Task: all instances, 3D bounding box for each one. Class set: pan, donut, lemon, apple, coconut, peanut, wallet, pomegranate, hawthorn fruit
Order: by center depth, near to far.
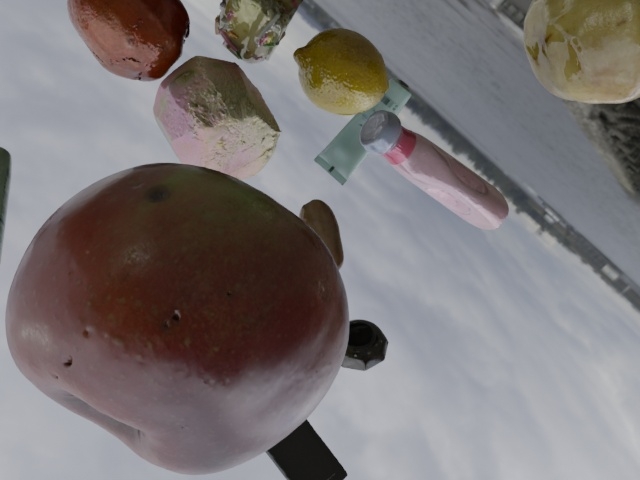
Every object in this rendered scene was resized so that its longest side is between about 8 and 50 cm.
[{"bbox_3d":[-0.149,0.086,0.712,0.349,0.277,0.348,25,150,16],"label":"apple"},{"bbox_3d":[0.000,0.000,1.178,0.076,0.076,0.152,-54,-45,-75],"label":"peanut"},{"bbox_3d":[-0.397,-0.456,1.275,0.299,0.211,0.211,44,-168,-30],"label":"hawthorn fruit"},{"bbox_3d":[0.597,-0.442,1.355,0.332,0.332,0.332,39,-165,-13],"label":"pomegranate"},{"bbox_3d":[-0.221,-0.263,1.363,0.233,0.233,0.245,24,-155,-49],"label":"coconut"},{"bbox_3d":[-0.104,-0.553,1.415,0.150,0.371,0.307,28,168,-10],"label":"donut"},{"bbox_3d":[0.050,-0.374,1.462,0.244,0.186,0.187,18,-155,-28],"label":"lemon"},{"bbox_3d":[0.055,0.244,1.470,0.128,0.202,0.048,46,155,40],"label":"pan"},{"bbox_3d":[-0.053,0.500,1.545,0.244,0.124,0.025,52,160,4],"label":"wallet"}]

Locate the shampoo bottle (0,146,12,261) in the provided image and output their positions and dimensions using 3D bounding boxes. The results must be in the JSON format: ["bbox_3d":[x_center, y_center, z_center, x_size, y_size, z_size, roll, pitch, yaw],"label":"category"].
[{"bbox_3d":[-0.467,-0.035,0.914,0.049,0.072,0.212,5,-122,-24],"label":"shampoo bottle"}]

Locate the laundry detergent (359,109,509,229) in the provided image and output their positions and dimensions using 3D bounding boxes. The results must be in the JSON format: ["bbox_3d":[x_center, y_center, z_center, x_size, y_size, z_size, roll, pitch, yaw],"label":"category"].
[{"bbox_3d":[0.214,-0.130,1.228,0.335,0.088,0.159,28,-168,-34],"label":"laundry detergent"}]

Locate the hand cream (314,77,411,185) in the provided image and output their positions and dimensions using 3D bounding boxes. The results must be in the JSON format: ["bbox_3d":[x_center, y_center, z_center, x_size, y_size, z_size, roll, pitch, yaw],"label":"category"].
[{"bbox_3d":[0.123,-0.305,1.781,0.109,0.320,0.067,42,-169,4],"label":"hand cream"}]
